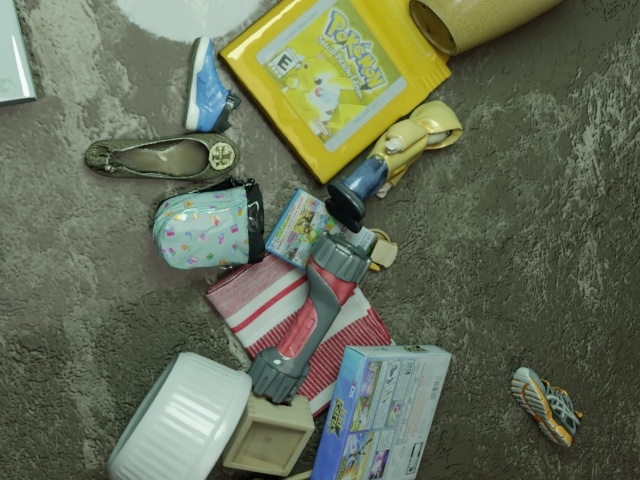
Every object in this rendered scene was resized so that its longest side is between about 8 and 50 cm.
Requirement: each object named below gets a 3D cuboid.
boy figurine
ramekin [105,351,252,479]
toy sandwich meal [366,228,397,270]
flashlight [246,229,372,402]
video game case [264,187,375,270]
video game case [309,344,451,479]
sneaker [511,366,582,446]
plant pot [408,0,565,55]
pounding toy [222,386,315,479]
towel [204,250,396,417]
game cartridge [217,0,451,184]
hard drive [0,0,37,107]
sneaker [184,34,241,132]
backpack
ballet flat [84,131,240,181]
[{"bbox_3d":[0.130,-0.135,1.228,0.285,0.177,0.092,-40,73,-22],"label":"boy figurine"},{"bbox_3d":[-0.236,0.306,1.159,0.127,0.273,0.273,34,91,-8],"label":"ramekin"},{"bbox_3d":[0.100,0.019,1.312,0.086,0.029,0.085,-4,103,-16],"label":"toy sandwich meal"},{"bbox_3d":[-0.029,0.132,1.220,0.103,0.103,0.304,11,115,-56],"label":"flashlight"},{"bbox_3d":[0.000,0.000,1.244,0.166,0.015,0.119,30,94,-21],"label":"video game case"},{"bbox_3d":[0.115,0.327,1.324,0.244,0.061,0.269,7,100,-44],"label":"video game case"},{"bbox_3d":[0.471,0.332,1.477,0.083,0.084,0.215,-45,115,-17],"label":"sneaker"},{"bbox_3d":[0.275,-0.431,1.162,0.254,0.237,0.237,-41,110,-1],"label":"plant pot"},{"bbox_3d":[-0.090,0.378,1.308,0.181,0.094,0.206,17,116,-21],"label":"pounding toy"},{"bbox_3d":[-0.023,0.154,1.303,0.237,0.037,0.329,-35,110,-6],"label":"towel"},{"bbox_3d":[0.038,-0.304,1.209,0.324,0.053,0.285,-41,110,-4],"label":"game cartridge"},{"bbox_3d":[-0.540,-0.333,0.999,0.203,0.040,0.307,-13,93,-15],"label":"hard drive"},{"bbox_3d":[-0.169,-0.250,1.154,0.085,0.058,0.152,6,100,-18],"label":"sneaker"},{"bbox_3d":[-0.184,-0.021,1.172,0.182,0.115,0.151,-5,106,-13],"label":"backpack"},{"bbox_3d":[-0.252,-0.134,1.155,0.250,0.058,0.084,-1,103,-17],"label":"ballet flat"}]
